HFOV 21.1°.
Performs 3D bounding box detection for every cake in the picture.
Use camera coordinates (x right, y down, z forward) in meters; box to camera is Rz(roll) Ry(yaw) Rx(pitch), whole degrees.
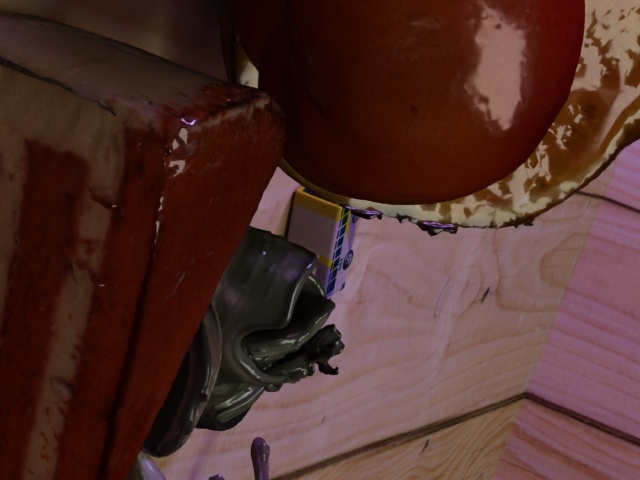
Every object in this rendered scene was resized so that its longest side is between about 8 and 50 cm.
[{"bbox_3d":[-0.127,0.004,0.933,0.159,0.158,0.262,-38,149,-56],"label":"cake"}]

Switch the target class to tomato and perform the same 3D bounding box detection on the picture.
[{"bbox_3d":[0.048,-0.146,0.969,0.260,0.180,0.260,174,-90,-71],"label":"tomato"}]

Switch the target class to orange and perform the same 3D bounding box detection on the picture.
[{"bbox_3d":[0.076,-0.144,1.176,0.310,0.274,0.274,-13,125,-54],"label":"orange"}]

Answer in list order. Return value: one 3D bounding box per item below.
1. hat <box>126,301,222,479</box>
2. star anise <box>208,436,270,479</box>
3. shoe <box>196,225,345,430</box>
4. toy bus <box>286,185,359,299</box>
[{"bbox_3d":[-0.137,0.097,1.041,0.232,0.161,0.275,154,-63,-79],"label":"hat"},{"bbox_3d":[-0.094,0.291,1.496,0.231,0.089,0.209,-66,175,37],"label":"star anise"},{"bbox_3d":[-0.050,0.082,1.270,0.109,0.149,0.293,-61,160,-25],"label":"shoe"},{"bbox_3d":[0.000,0.000,1.478,0.058,0.052,0.102,-36,143,-55],"label":"toy bus"}]
